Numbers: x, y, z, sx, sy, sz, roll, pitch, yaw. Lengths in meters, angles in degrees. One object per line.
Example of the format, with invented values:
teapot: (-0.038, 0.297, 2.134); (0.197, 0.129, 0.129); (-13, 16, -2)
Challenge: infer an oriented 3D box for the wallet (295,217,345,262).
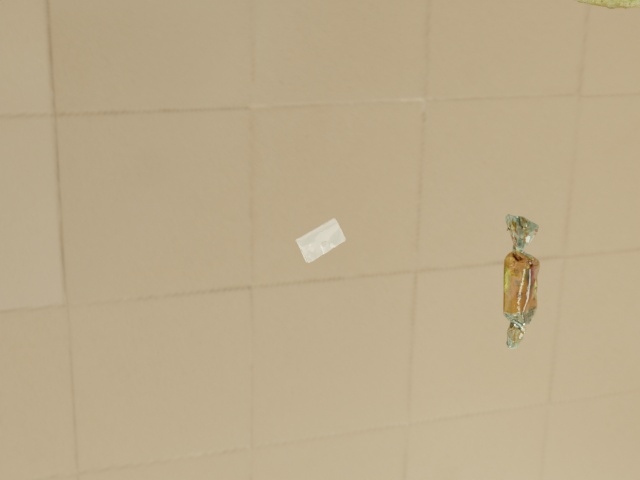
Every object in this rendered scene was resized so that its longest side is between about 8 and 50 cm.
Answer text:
wallet: (0.000, 0.000, 1.631); (0.083, 0.011, 0.044); (-31, 97, -30)

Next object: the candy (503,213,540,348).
candy: (0.266, 0.054, 1.338); (0.053, 0.046, 0.182); (-17, 108, -54)

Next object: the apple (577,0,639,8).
apple: (0.320, -0.412, 1.124); (0.254, 0.346, 0.179); (-42, 158, -2)
